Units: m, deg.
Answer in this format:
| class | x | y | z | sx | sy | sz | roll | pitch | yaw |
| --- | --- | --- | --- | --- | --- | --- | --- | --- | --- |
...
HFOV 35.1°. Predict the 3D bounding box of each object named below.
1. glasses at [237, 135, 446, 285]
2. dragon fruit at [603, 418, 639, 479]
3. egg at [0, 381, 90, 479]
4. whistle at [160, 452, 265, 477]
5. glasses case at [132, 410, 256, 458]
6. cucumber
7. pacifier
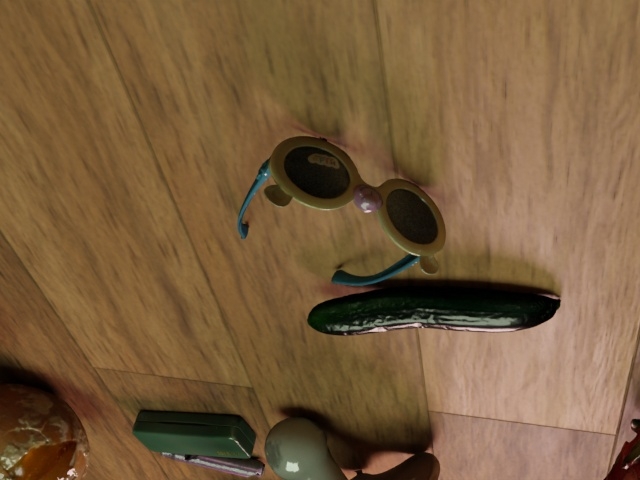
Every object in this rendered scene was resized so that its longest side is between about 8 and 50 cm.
| class | x | y | z | sx | sy | sz | roll | pitch | yaw |
| --- | --- | --- | --- | --- | --- | --- | --- | --- | --- |
| glasses | 0.009 | -0.027 | 1.017 | 0.190 | 0.088 | 0.220 | 24 | 166 | -16 |
| dragon fruit | 0.425 | 0.274 | 1.199 | 0.160 | 0.167 | 0.172 | 38 | 126 | 37 |
| egg | -0.472 | 0.318 | 1.573 | 0.233 | 0.195 | 0.195 | 42 | 140 | -16 |
| whistle | -0.178 | 0.361 | 1.667 | 0.177 | 0.033 | 0.033 | 12 | 147 | 3 |
| glasses case | -0.198 | 0.303 | 1.581 | 0.184 | 0.039 | 0.077 | -1 | 144 | 22 |
| cucumber | 0.119 | 0.077 | 1.114 | 0.284 | 0.056 | 0.056 | -4 | 143 | 18 |
| pacifier | 0.033 | 0.389 | 1.477 | 0.220 | 0.273 | 0.332 | 4 | 156 | -37 |
